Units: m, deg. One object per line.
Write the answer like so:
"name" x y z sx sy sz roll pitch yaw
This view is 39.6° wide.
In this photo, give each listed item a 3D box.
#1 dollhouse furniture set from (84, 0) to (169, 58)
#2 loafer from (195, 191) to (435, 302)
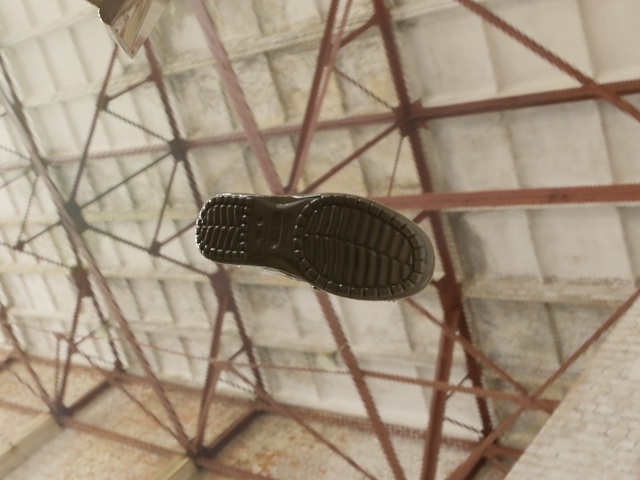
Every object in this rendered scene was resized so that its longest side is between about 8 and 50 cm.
"dollhouse furniture set" -0.123 -0.197 0.434 0.151 0.144 0.123 32 0 -8
"loafer" 0.000 0.000 0.495 0.148 0.050 0.056 14 -88 30
